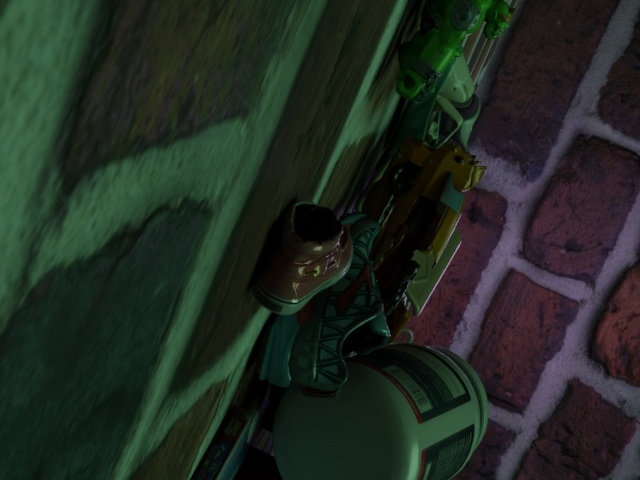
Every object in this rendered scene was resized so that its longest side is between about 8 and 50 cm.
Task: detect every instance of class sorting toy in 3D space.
[{"bbox_3d":[0.127,-0.023,1.487,0.208,0.038,0.193,62,39,-21],"label":"sorting toy"}]

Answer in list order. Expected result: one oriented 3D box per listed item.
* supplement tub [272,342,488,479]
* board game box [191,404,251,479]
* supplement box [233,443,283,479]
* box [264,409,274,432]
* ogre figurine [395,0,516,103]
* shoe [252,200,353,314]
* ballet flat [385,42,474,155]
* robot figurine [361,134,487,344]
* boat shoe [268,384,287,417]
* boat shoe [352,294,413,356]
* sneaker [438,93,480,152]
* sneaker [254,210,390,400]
[{"bbox_3d":[0.083,0.231,1.273,0.272,0.191,0.191,-3,120,-60],"label":"supplement tub"},{"bbox_3d":[-0.153,0.327,1.113,0.145,0.027,0.281,101,15,-58],"label":"board game box"},{"bbox_3d":[-0.061,0.389,1.320,0.191,0.194,0.129,-63,173,-16],"label":"supplement box"},{"bbox_3d":[-0.032,0.217,1.653,0.164,0.021,0.201,-65,174,5],"label":"box"},{"bbox_3d":[0.141,-0.237,1.096,0.197,0.097,0.118,-35,171,-46],"label":"ogre figurine"},{"bbox_3d":[0.000,0.000,0.948,0.081,0.063,0.178,-63,171,28],"label":"shoe"},{"bbox_3d":[0.158,-0.194,1.360,0.083,0.087,0.247,-59,170,-40],"label":"ballet flat"},{"bbox_3d":[0.094,0.010,1.302,0.291,0.085,0.211,-63,-159,0],"label":"robot figurine"},{"bbox_3d":[-0.027,0.215,1.433,0.112,0.095,0.335,-27,149,-15],"label":"boat shoe"},{"bbox_3d":[0.084,0.113,1.651,0.367,0.136,0.156,112,-13,-81],"label":"boat shoe"},{"bbox_3d":[0.187,-0.130,1.682,0.152,0.114,0.305,107,11,-45],"label":"sneaker"},{"bbox_3d":[0.026,0.081,1.177,0.262,0.125,0.104,-60,172,-36],"label":"sneaker"}]
